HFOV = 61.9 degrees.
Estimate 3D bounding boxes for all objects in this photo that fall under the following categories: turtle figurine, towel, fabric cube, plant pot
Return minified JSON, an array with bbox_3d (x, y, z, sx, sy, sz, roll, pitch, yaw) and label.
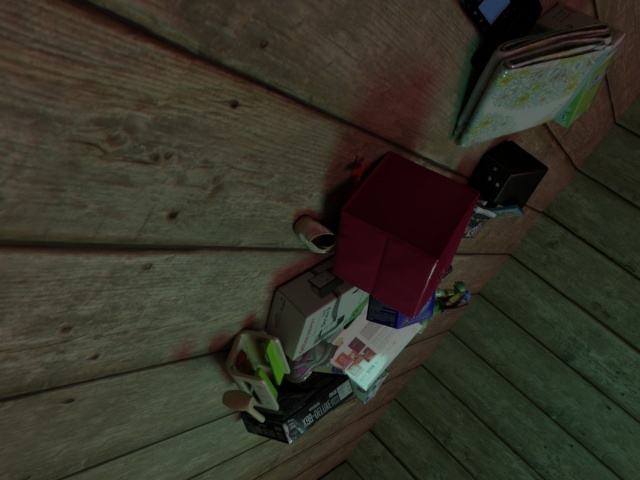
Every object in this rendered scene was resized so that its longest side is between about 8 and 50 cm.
[{"bbox_3d":[0.426,0.220,2.115,0.266,0.275,0.198,-48,-164,-6],"label":"turtle figurine"},{"bbox_3d":[0.550,-0.405,1.426,0.321,0.090,0.374,-15,159,-9],"label":"towel"},{"bbox_3d":[0.207,-0.014,1.338,0.254,0.259,0.258,-49,160,-34],"label":"fabric cube"},{"bbox_3d":[0.653,-0.227,1.909,0.167,0.188,0.187,-12,138,-37],"label":"plant pot"}]

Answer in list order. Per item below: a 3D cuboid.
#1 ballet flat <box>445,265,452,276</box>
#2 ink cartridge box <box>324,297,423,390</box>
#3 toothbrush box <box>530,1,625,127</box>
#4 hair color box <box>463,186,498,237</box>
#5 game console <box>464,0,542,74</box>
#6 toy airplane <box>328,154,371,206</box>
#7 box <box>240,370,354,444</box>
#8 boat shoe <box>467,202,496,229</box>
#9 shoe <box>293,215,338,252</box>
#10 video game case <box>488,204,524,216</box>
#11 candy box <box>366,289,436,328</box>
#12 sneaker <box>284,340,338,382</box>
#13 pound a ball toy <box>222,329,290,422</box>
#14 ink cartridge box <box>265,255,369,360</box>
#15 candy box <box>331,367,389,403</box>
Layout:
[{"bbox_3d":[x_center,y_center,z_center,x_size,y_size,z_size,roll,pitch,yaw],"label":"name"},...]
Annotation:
[{"bbox_3d":[0.489,0.151,2.302,0.203,0.074,0.074,-16,141,-39],"label":"ballet flat"},{"bbox_3d":[0.151,0.317,1.867,0.309,0.130,0.272,-48,115,-1],"label":"ink cartridge box"},{"bbox_3d":[0.710,-0.505,1.558,0.122,0.206,0.283,-40,153,-16],"label":"toothbrush box"},{"bbox_3d":[0.514,-0.101,1.940,0.347,0.105,0.173,-1,127,-57],"label":"hair color box"},{"bbox_3d":[0.418,-0.518,1.263,0.361,0.044,0.213,2,126,-58],"label":"game console"},{"bbox_3d":[0.084,-0.141,1.284,0.151,0.028,0.151,-39,154,-23],"label":"toy airplane"},{"bbox_3d":[-0.075,0.548,1.794,0.308,0.076,0.243,-25,-170,-39],"label":"box"},{"bbox_3d":[0.526,-0.080,1.799,0.183,0.065,0.083,7,121,-52],"label":"boat shoe"},{"bbox_3d":[0.000,0.000,1.314,0.076,0.058,0.219,-50,155,4],"label":"shoe"},{"bbox_3d":[0.671,-0.103,1.951,0.166,0.119,0.015,13,73,-61],"label":"video game case"},{"bbox_3d":[0.271,0.093,1.666,0.268,0.122,0.317,-1,101,-56],"label":"candy box"},{"bbox_3d":[-0.054,0.370,1.722,0.252,0.111,0.103,-43,-171,38],"label":"sneaker"},{"bbox_3d":[-0.189,0.378,1.426,0.319,0.136,0.208,80,23,-58],"label":"pound a ball toy"},{"bbox_3d":[0.004,0.176,1.497,0.289,0.121,0.211,-28,149,-36],"label":"ink cartridge box"},{"bbox_3d":[0.159,0.533,2.168,0.070,0.196,0.164,-20,143,-45],"label":"candy box"}]
